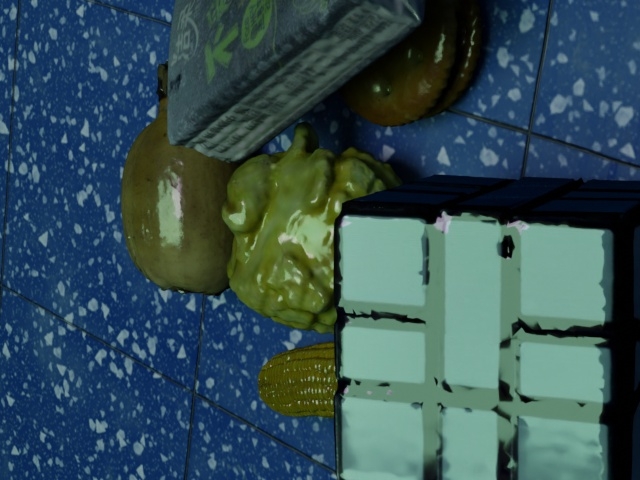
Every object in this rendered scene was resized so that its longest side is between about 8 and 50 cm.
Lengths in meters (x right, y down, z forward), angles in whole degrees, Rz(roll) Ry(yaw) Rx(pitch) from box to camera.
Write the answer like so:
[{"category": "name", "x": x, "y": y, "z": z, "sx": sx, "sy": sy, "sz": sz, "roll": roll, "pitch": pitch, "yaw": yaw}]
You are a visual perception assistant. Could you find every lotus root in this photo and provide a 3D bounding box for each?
[{"category": "lotus root", "x": -0.172, "y": -0.081, "z": 1.905, "sx": 0.182, "sy": 0.182, "sz": 0.310, "roll": -3, "pitch": 89, "yaw": 46}]

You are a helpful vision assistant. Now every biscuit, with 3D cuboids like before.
[{"category": "biscuit", "x": 0.089, "y": -0.239, "z": 1.675, "sx": 0.220, "sy": 0.066, "sz": 0.221, "roll": 12, "pitch": 106, "yaw": 48}]

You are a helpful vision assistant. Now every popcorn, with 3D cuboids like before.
[{"category": "popcorn", "x": 0.000, "y": 0.000, "z": 1.726, "sx": 0.256, "sy": 0.195, "sz": 0.255, "roll": -41, "pitch": 77, "yaw": 43}]

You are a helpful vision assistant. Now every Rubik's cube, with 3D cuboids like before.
[{"category": "Rubik's cube", "x": 0.190, "y": 0.090, "z": 1.420, "sx": 0.283, "sy": 0.288, "sz": 0.294, "roll": 0, "pitch": 100, "yaw": 23}]

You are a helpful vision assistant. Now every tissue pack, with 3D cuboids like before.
[{"category": "tissue pack", "x": -0.031, "y": -0.290, "z": 1.651, "sx": 0.394, "sy": 0.124, "sz": 0.288, "roll": -31, "pitch": 47, "yaw": 50}]

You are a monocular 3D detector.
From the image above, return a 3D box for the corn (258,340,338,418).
[{"category": "corn", "x": 0.013, "y": 0.169, "z": 1.775, "sx": 0.313, "sy": 0.102, "sz": 0.102, "roll": -4, "pitch": 94, "yaw": 56}]
